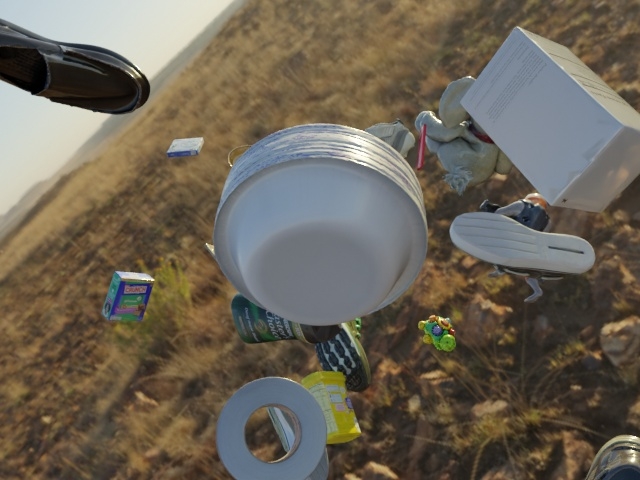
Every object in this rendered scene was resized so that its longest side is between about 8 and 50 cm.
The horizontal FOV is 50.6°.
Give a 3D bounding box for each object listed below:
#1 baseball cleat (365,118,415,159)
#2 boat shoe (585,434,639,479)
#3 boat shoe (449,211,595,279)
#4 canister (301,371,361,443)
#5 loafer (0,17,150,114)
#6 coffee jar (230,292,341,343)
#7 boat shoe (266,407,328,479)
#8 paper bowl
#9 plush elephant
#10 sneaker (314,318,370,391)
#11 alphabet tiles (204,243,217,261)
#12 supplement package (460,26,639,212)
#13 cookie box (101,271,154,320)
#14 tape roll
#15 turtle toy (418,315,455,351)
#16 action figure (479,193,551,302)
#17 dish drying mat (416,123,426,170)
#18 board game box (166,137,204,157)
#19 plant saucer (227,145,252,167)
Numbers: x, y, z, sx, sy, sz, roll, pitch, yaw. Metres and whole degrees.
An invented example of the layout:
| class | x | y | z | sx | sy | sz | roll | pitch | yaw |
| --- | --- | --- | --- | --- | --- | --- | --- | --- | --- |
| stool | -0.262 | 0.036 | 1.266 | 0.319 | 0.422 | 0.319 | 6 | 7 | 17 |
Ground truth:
| class | x | y | z | sx | sy | sz | roll | pitch | yaw |
| --- | --- | --- | --- | --- | --- | --- | --- | --- | --- |
| baseball cleat | 0.110 | -0.182 | 1.477 | 0.206 | 0.109 | 0.072 | -44 | 19 | -10 |
| boat shoe | 0.423 | 0.474 | 1.052 | 0.132 | 0.130 | 0.355 | 19 | 97 | 31 |
| boat shoe | 0.435 | 0.034 | 1.506 | 0.119 | 0.335 | 0.121 | 115 | 168 | -54 |
| canister | 0.029 | 0.430 | 1.741 | 0.073 | 0.126 | 0.169 | -39 | 56 | 33 |
| loafer | -0.313 | -0.193 | 0.804 | 0.080 | 0.220 | 0.078 | -63 | 29 | 30 |
| coffee jar | -0.056 | 0.121 | 1.111 | 0.184 | 0.096 | 0.079 | -7 | 14 | 38 |
| boat shoe | -0.069 | 0.594 | 2.049 | 0.109 | 0.302 | 0.094 | -21 | -4 | -36 |
| paper bowl | 0.000 | 0.000 | 0.901 | 0.284 | 0.284 | 0.148 | -33 | 29 | 26 |
| plush elephant | 0.402 | -0.283 | 1.687 | 0.255 | 0.272 | 0.330 | -58 | 6 | 30 |
| sneaker | 0.068 | 0.234 | 1.933 | 0.158 | 0.182 | 0.410 | -53 | 53 | 40 |
| alphabet tiles | -0.189 | 0.096 | 1.749 | 0.009 | 0.198 | 0.237 | -43 | -16 | 8 |
| supplement package | 0.431 | -0.214 | 1.222 | 0.177 | 0.175 | 0.293 | -54 | 49 | 32 |
| cookie box | -0.443 | 0.130 | 1.562 | 0.040 | 0.092 | 0.107 | 27 | 102 | 41 |
| tape roll | -0.100 | 0.388 | 1.361 | 0.219 | 0.219 | 0.072 | -50 | -3 | -20 |
| turtle toy | 0.331 | 0.256 | 1.857 | 0.066 | 0.095 | 0.130 | -61 | 28 | 34 |
| action figure | 0.637 | 0.010 | 2.002 | 0.178 | 0.341 | 0.330 | -32 | 38 | 58 |
| dish drying mat | 0.191 | -0.176 | 1.278 | 0.032 | 0.008 | 0.083 | 142 | 135 | -80 |
| board game box | -0.397 | -0.274 | 1.993 | 0.090 | 0.020 | 0.090 | -3 | 33 | 6 |
| plant saucer | -0.120 | -0.134 | 1.177 | 0.083 | 0.083 | 0.015 | -64 | -8 | -46 |
